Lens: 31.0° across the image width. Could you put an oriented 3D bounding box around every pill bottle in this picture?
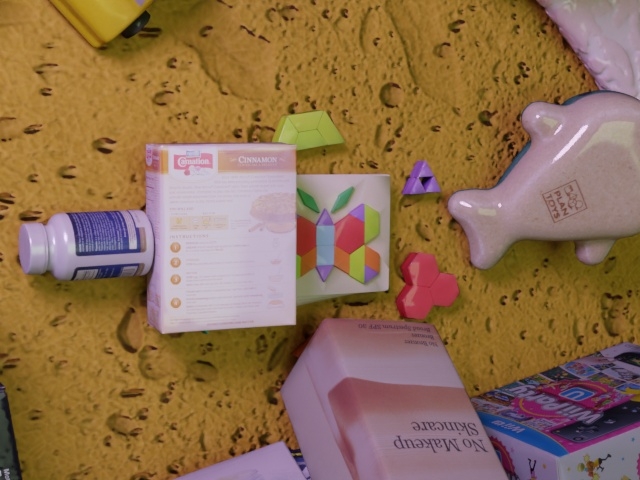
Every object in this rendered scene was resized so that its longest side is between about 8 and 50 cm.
[{"bbox_3d":[-0.229,0.005,1.128,0.120,0.067,0.067,-3,97,-28],"label":"pill bottle"}]

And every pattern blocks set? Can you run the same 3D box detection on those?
[{"bbox_3d":[0.000,0.000,1.271,0.325,0.026,0.285,-19,104,-24],"label":"pattern blocks set"}]

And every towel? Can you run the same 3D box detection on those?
[{"bbox_3d":[0.428,-0.318,1.446,0.317,0.053,0.332,-48,113,-15],"label":"towel"}]

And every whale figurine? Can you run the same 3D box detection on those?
[{"bbox_3d":[0.282,-0.070,1.372,0.272,0.141,0.216,-27,109,3],"label":"whale figurine"}]

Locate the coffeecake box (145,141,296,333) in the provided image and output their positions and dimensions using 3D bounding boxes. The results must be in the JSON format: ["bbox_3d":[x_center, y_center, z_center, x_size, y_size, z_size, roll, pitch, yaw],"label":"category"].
[{"bbox_3d":[-0.100,-0.006,1.169,0.142,0.068,0.185,-2,97,-22],"label":"coffeecake box"}]

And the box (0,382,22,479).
[{"bbox_3d":[-0.307,0.241,1.029,0.060,0.216,0.270,-12,100,-25],"label":"box"}]

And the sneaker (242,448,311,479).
[{"bbox_3d":[-0.022,0.263,1.275,0.144,0.053,0.059,3,94,-19],"label":"sneaker"}]

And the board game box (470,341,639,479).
[{"bbox_3d":[0.330,0.222,1.358,0.303,0.224,0.097,-15,104,-26],"label":"board game box"}]

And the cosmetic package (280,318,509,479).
[{"bbox_3d":[0.084,0.231,1.182,0.153,0.296,0.129,5,133,-30],"label":"cosmetic package"}]

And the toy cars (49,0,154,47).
[{"bbox_3d":[-0.263,-0.267,1.068,0.394,0.087,0.176,-7,98,-27],"label":"toy cars"}]

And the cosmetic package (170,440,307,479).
[{"bbox_3d":[-0.100,0.322,1.118,0.224,0.225,0.138,-18,102,-11],"label":"cosmetic package"}]
